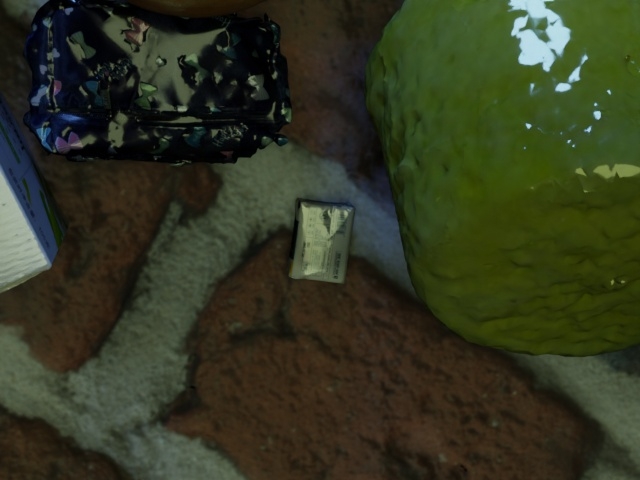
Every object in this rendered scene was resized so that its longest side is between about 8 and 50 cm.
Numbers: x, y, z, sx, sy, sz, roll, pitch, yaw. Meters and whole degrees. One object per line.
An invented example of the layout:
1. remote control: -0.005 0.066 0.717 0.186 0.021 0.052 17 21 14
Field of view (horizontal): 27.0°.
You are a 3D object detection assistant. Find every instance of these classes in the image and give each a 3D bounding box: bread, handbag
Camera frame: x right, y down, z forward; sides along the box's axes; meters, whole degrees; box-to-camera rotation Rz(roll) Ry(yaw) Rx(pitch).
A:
1. bread: 0.214 -0.077 1.217 0.348 0.348 0.307 3 58 -7
2. handbag: -0.159 -0.152 1.303 0.260 0.113 0.162 0 97 -6

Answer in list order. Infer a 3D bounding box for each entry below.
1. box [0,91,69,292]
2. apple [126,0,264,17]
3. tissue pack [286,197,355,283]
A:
1. box: -0.346 -0.086 1.253 0.111 0.194 0.260 -27 104 0
2. apple: -0.110 -0.323 1.201 0.254 0.253 0.253 -1 102 -6
3. tissue pack: 0.000 0.000 1.388 0.062 0.042 0.083 5 101 -9
